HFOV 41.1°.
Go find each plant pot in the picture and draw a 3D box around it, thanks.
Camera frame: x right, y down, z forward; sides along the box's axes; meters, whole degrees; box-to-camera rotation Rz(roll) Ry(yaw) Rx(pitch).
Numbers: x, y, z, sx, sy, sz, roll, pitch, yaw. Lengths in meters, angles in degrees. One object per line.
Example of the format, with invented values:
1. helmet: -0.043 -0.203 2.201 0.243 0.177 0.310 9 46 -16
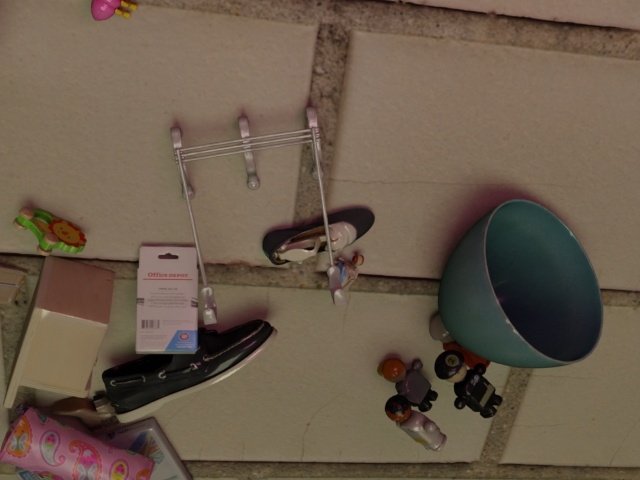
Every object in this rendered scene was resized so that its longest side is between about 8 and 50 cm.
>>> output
1. plant pot: 0.319 0.098 1.487 0.290 0.290 0.195 30 143 -25

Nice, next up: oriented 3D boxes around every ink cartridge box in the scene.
1. ink cartridge box: -0.264 0.104 1.474 0.104 0.180 0.060 2 167 -9

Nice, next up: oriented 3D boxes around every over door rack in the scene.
1. over door rack: -0.102 -0.042 1.389 0.240 0.108 0.324 -9 103 -2

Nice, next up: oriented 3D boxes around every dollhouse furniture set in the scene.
1. dollhouse furniture set: -0.588 0.060 1.452 0.152 0.058 0.076 12 115 -38

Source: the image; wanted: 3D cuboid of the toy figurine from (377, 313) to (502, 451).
1. toy figurine: 0.214 0.263 1.596 0.209 0.213 0.148 -39 110 20

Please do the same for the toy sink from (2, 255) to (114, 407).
1. toy sink: -0.446 0.172 1.470 0.131 0.152 0.234 17 118 -19

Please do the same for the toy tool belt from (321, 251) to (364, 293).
1. toy tool belt: 0.038 0.056 1.526 0.051 0.052 0.083 14 120 -27

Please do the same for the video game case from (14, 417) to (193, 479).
1. video game case: -0.420 0.531 1.780 0.300 0.036 0.329 -19 124 4

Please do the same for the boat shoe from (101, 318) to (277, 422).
1. boat shoe: -0.246 0.209 1.546 0.340 0.127 0.113 -26 103 14

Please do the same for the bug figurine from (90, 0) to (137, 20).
1. bug figurine: -0.306 -0.415 1.150 0.279 0.072 0.216 26 116 -23

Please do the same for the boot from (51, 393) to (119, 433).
1. boot: -0.449 0.340 1.647 0.119 0.042 0.087 -11 126 -1

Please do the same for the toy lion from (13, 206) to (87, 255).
1. toy lion: -0.435 -0.015 1.394 0.100 0.096 0.034 43 114 14

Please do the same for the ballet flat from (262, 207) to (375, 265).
1. ballet flat: 0.000 0.000 1.472 0.203 0.074 0.074 -14 124 1

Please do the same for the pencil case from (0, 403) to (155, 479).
1. pencil case: -0.460 0.412 1.616 0.284 0.124 0.124 27 117 -8
